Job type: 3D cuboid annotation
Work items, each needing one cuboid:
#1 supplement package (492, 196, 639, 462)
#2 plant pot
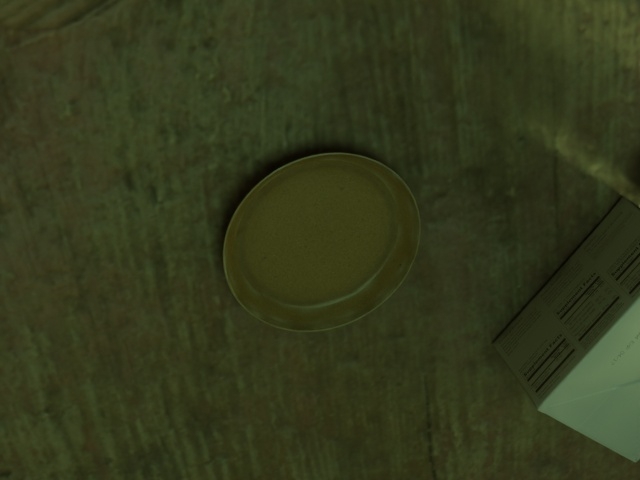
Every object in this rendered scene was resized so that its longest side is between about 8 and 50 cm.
[{"bbox_3d":[0.398,0.117,1.303,0.204,0.145,0.262,30,107,-29],"label":"supplement package"},{"bbox_3d":[0.000,0.000,1.174,0.236,0.032,0.236,-9,121,-14],"label":"plant pot"}]
